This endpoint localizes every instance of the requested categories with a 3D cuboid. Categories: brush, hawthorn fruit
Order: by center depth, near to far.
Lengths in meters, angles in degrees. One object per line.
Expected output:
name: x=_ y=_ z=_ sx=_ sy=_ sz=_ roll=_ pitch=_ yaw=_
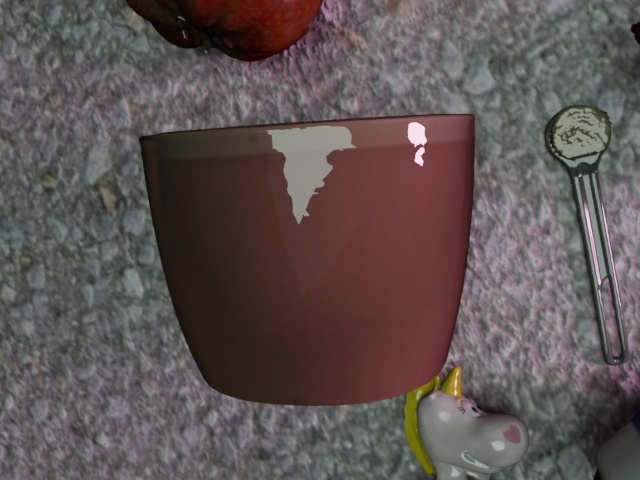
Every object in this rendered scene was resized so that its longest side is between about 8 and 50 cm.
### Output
hawthorn fruit: x=-0.078 y=-0.302 z=0.616 sx=0.208 sy=0.208 sz=0.248 roll=19 pitch=82 yaw=10
brush: x=0.275 y=-0.003 z=0.634 sx=0.062 sy=0.027 sz=0.266 roll=-11 pitch=92 yaw=14

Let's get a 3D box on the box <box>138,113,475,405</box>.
box: x=0.000 y=0.000 z=0.572 sx=0.301 sy=0.301 sz=0.216 roll=-1 pitch=102 yaw=13

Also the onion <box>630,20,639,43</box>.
onion: x=0.372 y=-0.152 z=0.545 sx=0.218 sy=0.140 sz=0.195 roll=14 pitch=93 yaw=11

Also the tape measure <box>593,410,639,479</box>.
tape measure: x=0.357 y=0.249 z=0.516 sx=0.262 sy=0.259 sz=0.138 roll=36 pitch=101 yaw=8

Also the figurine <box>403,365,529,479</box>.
figurine: x=0.143 y=0.220 z=0.654 sx=0.130 sy=0.109 sz=0.178 roll=4 pitch=92 yaw=34
